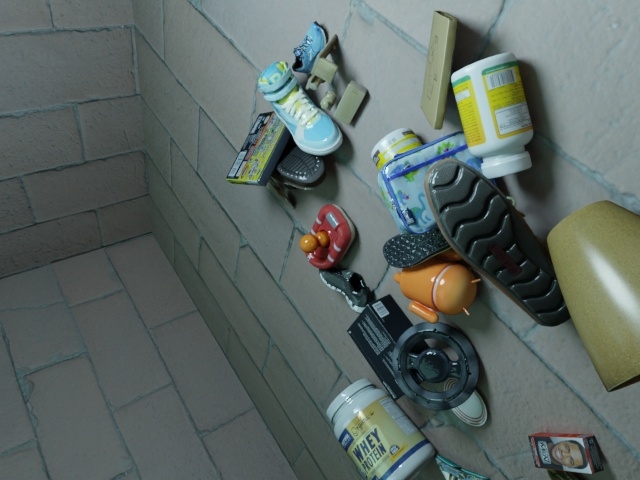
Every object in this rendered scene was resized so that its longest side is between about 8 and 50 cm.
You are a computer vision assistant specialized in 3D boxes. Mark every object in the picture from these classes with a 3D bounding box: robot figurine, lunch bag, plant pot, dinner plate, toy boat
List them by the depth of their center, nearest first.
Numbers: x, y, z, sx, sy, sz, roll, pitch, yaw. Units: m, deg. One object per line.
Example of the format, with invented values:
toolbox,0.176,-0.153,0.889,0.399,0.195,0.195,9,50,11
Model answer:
plant pot,0.484,0.070,0.713,0.237,0.237,0.254,111,143,-48
lunch bag,0.239,-0.119,0.946,0.090,0.219,0.176,121,128,-85
robot figurine,0.284,0.107,1.106,0.219,0.158,0.128,20,140,51
dinner plate,0.398,0.439,1.239,0.141,0.017,0.141,33,133,43
toy boat,0.000,0.000,1.446,0.151,0.151,0.231,56,145,25

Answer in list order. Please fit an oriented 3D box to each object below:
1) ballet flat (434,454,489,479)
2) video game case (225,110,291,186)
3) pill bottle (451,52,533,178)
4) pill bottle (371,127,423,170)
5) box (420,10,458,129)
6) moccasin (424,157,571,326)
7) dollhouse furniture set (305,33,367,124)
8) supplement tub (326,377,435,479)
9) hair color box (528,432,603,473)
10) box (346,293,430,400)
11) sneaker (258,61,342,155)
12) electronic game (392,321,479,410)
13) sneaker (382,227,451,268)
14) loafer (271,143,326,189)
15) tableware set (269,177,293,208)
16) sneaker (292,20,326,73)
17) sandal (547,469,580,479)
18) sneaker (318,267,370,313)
ballet flat,0.403,0.691,1.325,0.188,0.070,0.070,-5,104,58
video game case,-0.194,-0.310,1.510,0.248,0.035,0.274,13,75,54
pill bottle,0.327,-0.227,0.848,0.118,0.118,0.208,-6,103,58
pill bottle,0.219,-0.148,1.060,0.215,0.117,0.117,59,148,15
box,0.236,-0.347,0.917,0.164,0.021,0.201,-87,-2,-58
moccasin,0.342,-0.006,0.865,0.380,0.147,0.139,40,109,-7
dollhouse furniture set,0.057,-0.433,1.225,0.151,0.123,0.144,29,144,-3
supplement tub,0.187,0.635,1.477,0.316,0.228,0.228,45,142,33
hair color box,0.536,0.466,0.999,0.141,0.043,0.072,-38,54,57
box,0.215,0.322,1.366,0.261,0.103,0.184,55,142,21
sneaker,-0.073,-0.381,1.276,0.319,0.127,0.208,47,177,34
electronic game,0.301,0.330,1.197,0.229,0.048,0.229,-4,82,29
sneaker,0.261,0.009,1.081,0.235,0.097,0.084,-21,79,40
loafer,-0.078,-0.235,1.486,0.366,0.134,0.130,37,164,54
tableware set,-0.156,-0.185,1.629,0.141,0.020,0.168,51,180,22
sneaker,-0.036,-0.530,1.263,0.063,0.073,0.162,56,147,20
sandal,0.585,0.570,1.009,0.180,0.049,0.072,-122,35,-44
sneaker,0.085,0.130,1.481,0.234,0.078,0.106,42,133,35
